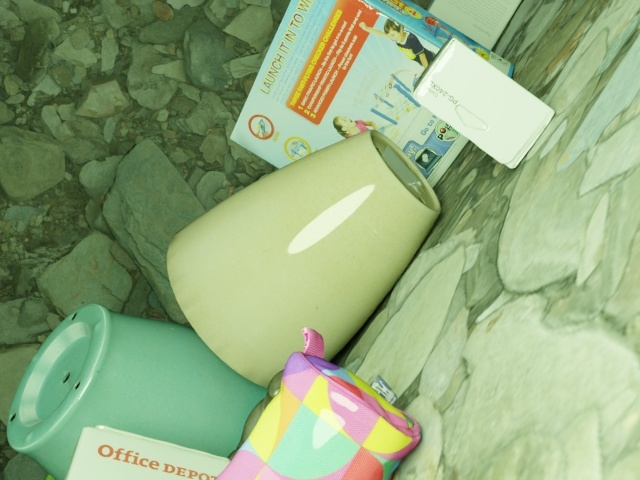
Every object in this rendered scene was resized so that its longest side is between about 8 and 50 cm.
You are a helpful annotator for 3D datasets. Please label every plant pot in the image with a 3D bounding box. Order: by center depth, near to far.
[{"bbox_3d":[0.000,0.000,0.855,0.274,0.256,0.256,-41,8,21],"label":"plant pot"},{"bbox_3d":[-0.220,0.215,0.858,0.272,0.255,0.271,-31,39,29],"label":"plant pot"}]

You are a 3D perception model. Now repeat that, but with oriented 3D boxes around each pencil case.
[{"bbox_3d":[-0.032,0.179,0.436,0.236,0.104,0.104,-58,2,-1],"label":"pencil case"}]

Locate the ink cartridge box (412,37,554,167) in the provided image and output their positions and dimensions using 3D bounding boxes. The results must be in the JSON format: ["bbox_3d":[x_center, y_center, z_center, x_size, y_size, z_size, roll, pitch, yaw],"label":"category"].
[{"bbox_3d":[0.147,-0.133,0.658,0.063,0.109,0.150,-54,3,17],"label":"ink cartridge box"}]

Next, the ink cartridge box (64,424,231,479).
[{"bbox_3d":[-0.164,0.283,0.602,0.208,0.153,0.086,-86,22,-49],"label":"ink cartridge box"}]

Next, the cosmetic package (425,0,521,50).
[{"bbox_3d":[0.258,-0.399,1.461,0.384,0.156,0.217,-57,3,0],"label":"cosmetic package"}]

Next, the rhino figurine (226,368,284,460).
[{"bbox_3d":[-0.064,0.241,0.748,0.243,0.073,0.106,-60,6,-6],"label":"rhino figurine"}]

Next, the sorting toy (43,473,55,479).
[{"bbox_3d":[-0.335,0.357,0.925,0.126,0.127,0.366,-28,-6,20],"label":"sorting toy"}]

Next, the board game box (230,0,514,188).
[{"bbox_3d":[0.062,-0.197,1.017,0.308,0.302,0.086,-57,2,41],"label":"board game box"}]
